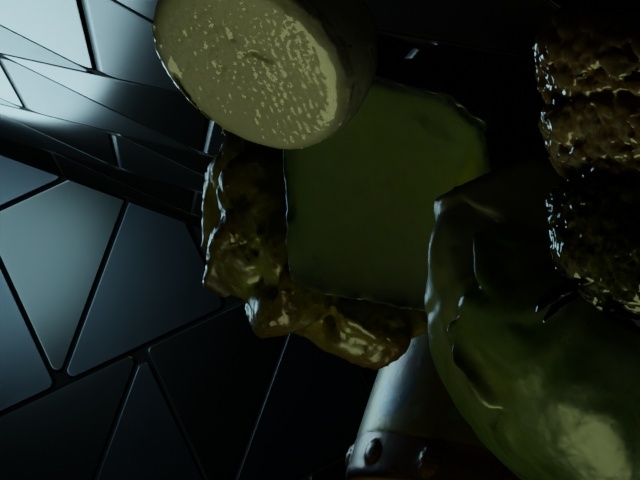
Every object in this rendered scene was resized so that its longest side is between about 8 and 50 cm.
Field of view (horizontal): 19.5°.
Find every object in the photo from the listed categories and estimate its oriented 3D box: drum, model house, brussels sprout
[{"bbox_3d":[0.250,0.197,1.822,0.431,0.214,0.431,17,165,5],"label":"drum"},{"bbox_3d":[0.110,-0.054,1.340,0.194,0.170,0.211,6,-165,43],"label":"model house"},{"bbox_3d":[0.171,0.056,1.130,0.244,0.244,0.244,20,175,2],"label":"brussels sprout"}]

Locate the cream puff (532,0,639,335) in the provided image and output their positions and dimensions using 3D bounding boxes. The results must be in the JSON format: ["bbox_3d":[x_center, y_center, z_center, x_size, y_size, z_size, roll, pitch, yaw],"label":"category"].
[{"bbox_3d":[0.180,-0.023,0.977,0.183,0.169,0.183,19,176,1],"label":"cream puff"}]

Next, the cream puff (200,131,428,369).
[{"bbox_3d":[0.009,-0.009,1.536,0.244,0.196,0.244,17,-171,-3],"label":"cream puff"}]

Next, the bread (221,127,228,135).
[{"bbox_3d":[-0.057,-0.100,1.850,0.070,0.035,0.083,20,178,15],"label":"bread"}]

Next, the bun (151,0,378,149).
[{"bbox_3d":[-0.022,-0.129,1.096,0.138,0.094,0.138,19,137,19],"label":"bun"}]
